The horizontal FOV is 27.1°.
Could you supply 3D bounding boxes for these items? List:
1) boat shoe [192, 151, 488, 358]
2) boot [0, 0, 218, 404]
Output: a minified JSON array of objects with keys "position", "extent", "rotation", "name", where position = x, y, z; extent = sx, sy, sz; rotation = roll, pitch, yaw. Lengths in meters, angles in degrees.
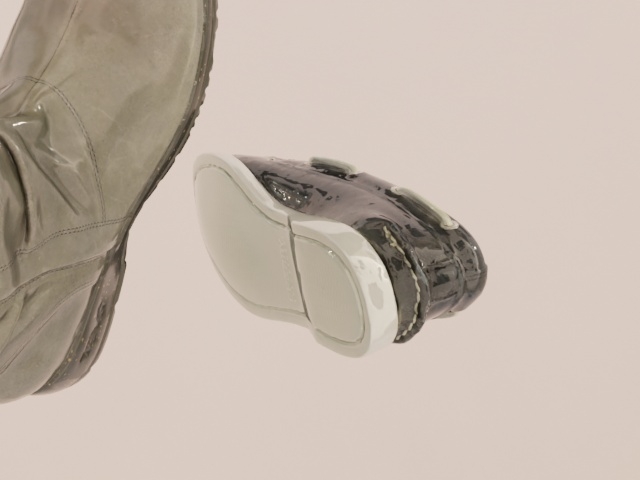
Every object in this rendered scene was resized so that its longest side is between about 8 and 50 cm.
[{"position":[0.000,0.000,0.884],"extent":[0.091,0.302,0.114],"rotation":[-16,-65,-22],"name":"boat shoe"},{"position":[-0.118,-0.037,0.521],"extent":[0.083,0.161,0.246],"rotation":[16,-85,14],"name":"boot"}]
